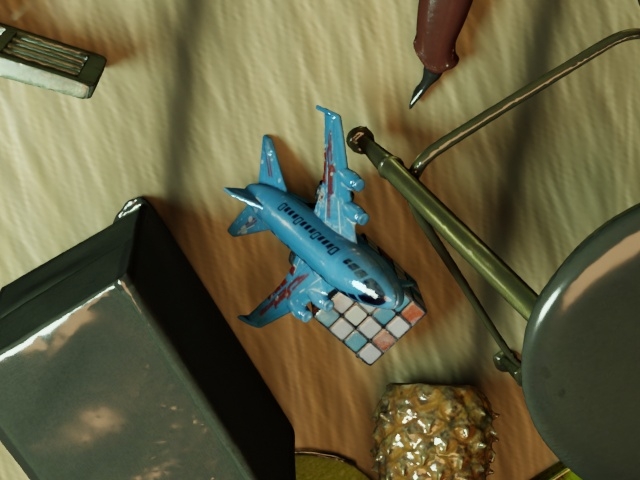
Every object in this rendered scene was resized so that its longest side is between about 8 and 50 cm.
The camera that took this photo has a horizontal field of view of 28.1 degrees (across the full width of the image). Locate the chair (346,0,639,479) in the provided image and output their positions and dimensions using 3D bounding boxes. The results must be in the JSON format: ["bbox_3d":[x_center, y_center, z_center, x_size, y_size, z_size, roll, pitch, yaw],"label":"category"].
[{"bbox_3d":[0.293,0.019,1.234,0.362,0.410,0.364,-31,116,8],"label":"chair"}]

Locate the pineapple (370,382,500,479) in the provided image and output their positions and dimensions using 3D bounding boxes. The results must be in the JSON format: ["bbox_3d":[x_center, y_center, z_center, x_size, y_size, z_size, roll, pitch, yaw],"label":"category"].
[{"bbox_3d":[0.132,0.318,1.449,0.170,0.141,0.309,6,83,-25],"label":"pineapple"}]

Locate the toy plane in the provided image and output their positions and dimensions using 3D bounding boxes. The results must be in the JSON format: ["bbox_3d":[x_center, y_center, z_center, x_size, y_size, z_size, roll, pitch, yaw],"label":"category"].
[{"bbox_3d":[0.000,0.000,1.329,0.105,0.271,0.254,1,117,-49],"label":"toy plane"}]

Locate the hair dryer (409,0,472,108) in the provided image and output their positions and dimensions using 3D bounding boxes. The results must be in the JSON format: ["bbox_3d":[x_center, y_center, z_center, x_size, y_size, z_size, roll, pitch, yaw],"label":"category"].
[{"bbox_3d":[0.094,-0.301,1.306,0.313,0.123,0.340,16,120,2],"label":"hair dryer"}]

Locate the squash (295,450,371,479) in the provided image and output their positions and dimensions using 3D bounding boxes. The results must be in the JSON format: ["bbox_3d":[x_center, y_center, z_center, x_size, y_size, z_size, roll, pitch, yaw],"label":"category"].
[{"bbox_3d":[-0.014,0.349,1.528,0.184,0.085,0.191,-8,112,0],"label":"squash"}]

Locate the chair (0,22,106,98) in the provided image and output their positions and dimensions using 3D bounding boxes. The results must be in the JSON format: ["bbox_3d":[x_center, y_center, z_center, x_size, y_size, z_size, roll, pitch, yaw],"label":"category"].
[{"bbox_3d":[-0.341,-0.250,1.261,0.271,0.136,0.147,11,110,-6],"label":"chair"}]

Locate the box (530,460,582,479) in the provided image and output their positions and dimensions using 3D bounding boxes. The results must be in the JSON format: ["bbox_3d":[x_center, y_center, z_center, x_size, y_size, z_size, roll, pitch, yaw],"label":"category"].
[{"bbox_3d":[0.314,0.327,1.569,0.193,0.030,0.121,-36,108,9],"label":"box"}]

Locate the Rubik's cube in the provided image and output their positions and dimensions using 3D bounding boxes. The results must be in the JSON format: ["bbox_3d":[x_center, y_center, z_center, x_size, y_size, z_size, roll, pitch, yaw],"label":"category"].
[{"bbox_3d":[0.051,0.065,1.423,0.092,0.092,0.092,42,103,-16],"label":"Rubik's cube"}]

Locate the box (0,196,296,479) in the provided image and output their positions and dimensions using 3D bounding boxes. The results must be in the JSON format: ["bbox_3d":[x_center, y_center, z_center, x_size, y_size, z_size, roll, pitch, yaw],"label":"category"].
[{"bbox_3d":[-0.193,0.173,1.364,0.205,0.251,0.345,-28,109,7],"label":"box"}]
